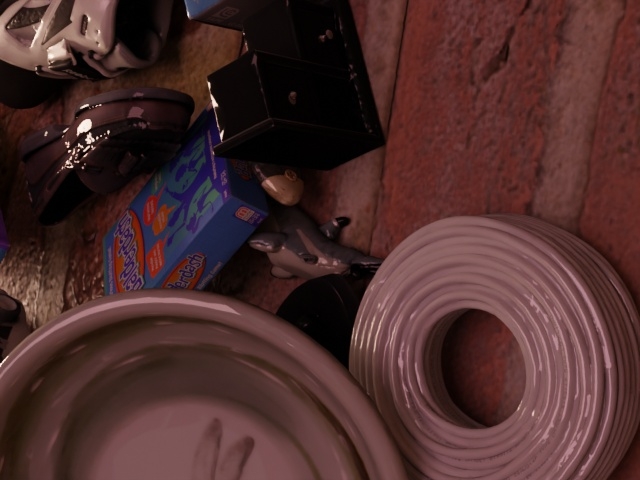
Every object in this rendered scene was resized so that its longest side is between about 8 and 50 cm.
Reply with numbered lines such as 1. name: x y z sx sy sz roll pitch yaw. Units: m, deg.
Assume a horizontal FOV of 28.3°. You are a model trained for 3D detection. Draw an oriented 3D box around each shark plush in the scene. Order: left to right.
1. shark plush: 0.000 0.000 1.159 0.161 0.073 0.067 12 66 42

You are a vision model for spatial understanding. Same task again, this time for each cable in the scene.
1. cable: 0.133 0.104 1.023 0.257 0.089 0.257 49 117 29

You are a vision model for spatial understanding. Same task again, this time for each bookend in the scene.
1. bookend: -0.033 -0.151 1.123 0.072 0.156 0.157 -23 73 36

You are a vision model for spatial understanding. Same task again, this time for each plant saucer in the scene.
1. plant saucer: -0.110 0.232 1.074 0.400 0.100 0.401 1 97 12

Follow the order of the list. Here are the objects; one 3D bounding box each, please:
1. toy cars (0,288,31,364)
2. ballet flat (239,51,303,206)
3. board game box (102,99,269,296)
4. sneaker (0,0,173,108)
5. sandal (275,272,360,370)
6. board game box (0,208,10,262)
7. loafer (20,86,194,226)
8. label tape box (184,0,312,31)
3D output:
1. toy cars: -0.348 0.151 1.327 0.393 0.087 0.177 -24 42 67
2. ballet flat: -0.046 -0.110 1.182 0.049 0.057 0.173 -35 57 35
3. board game box: -0.136 -0.012 1.226 0.210 0.047 0.160 -49 33 26
4. sneaker: -0.239 -0.213 1.303 0.330 0.122 0.146 -43 70 40
5. sandal: -0.043 0.131 1.165 0.097 0.054 0.254 53 126 20
6. board game box: -0.453 -0.013 1.421 0.233 0.078 0.347 -57 36 21
7. loafer: -0.215 -0.078 1.274 0.302 0.109 0.095 -13 74 55
8. label tape box: 0.003 -0.366 1.136 0.333 0.106 0.241 -24 73 35
